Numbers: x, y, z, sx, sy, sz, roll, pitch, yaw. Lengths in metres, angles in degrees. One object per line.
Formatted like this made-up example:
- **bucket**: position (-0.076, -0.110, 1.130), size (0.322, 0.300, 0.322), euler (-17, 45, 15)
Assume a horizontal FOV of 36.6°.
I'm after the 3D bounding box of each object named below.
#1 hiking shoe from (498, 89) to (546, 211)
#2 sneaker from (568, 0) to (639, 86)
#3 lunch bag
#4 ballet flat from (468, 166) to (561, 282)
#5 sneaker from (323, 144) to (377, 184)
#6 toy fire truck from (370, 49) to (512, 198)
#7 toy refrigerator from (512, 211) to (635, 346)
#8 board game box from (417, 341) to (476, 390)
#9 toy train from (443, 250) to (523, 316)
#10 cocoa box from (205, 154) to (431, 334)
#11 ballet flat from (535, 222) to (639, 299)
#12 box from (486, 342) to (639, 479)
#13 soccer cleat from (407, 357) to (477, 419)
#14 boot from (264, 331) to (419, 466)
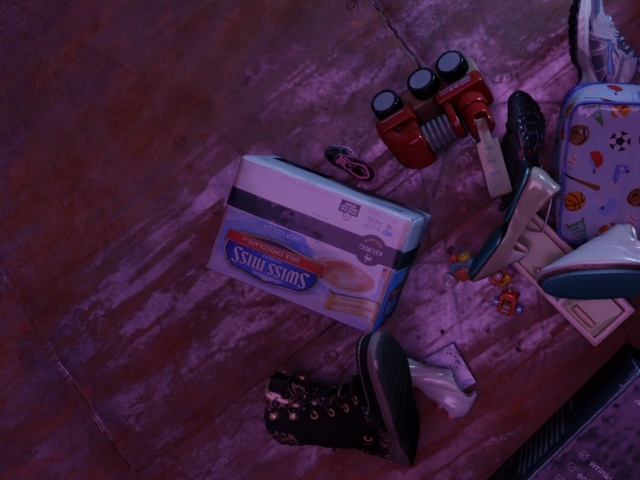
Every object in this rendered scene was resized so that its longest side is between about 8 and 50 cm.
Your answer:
- **hiking shoe**: position (0.359, -0.171, 1.825), size (0.114, 0.086, 0.227), euler (-18, 65, 48)
- **sneaker**: position (0.525, -0.338, 1.779), size (0.122, 0.110, 0.283), euler (-6, 102, 8)
- **lunch bag**: position (0.541, -0.128, 1.733), size (0.243, 0.115, 0.303), euler (1, 118, 4)
- **ballet flat**: position (0.353, -0.014, 1.742), size (0.086, 0.086, 0.248), euler (30, 117, 9)
- **sneaker**: position (0.057, -0.152, 1.914), size (0.119, 0.057, 0.047), euler (30, 102, 11)
- **toy fire truck**: position (0.238, -0.188, 1.793), size (0.217, 0.158, 0.246), euler (-30, 50, 13)
- **toy refrigerator**: position (0.453, 0.063, 1.816), size (0.269, 0.094, 0.102), euler (46, 105, 6)
- **board game box**: position (0.247, 0.261, 1.917), size (0.090, 0.020, 0.090), euler (-31, 86, 13)
- **toy train**: position (0.310, 0.090, 1.853), size (0.166, 0.046, 0.125), euler (22, 131, 15)
- **cocoa box**: position (0.000, 0.000, 1.847), size (0.347, 0.231, 0.228), euler (22, 99, 11)
- **ballet flat**: position (0.578, 0.029, 1.677), size (0.400, 0.139, 0.139), euler (-3, 93, 16)
- **box**: position (0.566, 0.526, 1.720), size (0.480, 0.297, 0.472), euler (44, 103, 7)
- **soccer cleat**: position (0.214, 0.266, 1.884), size (0.196, 0.068, 0.076), euler (38, 97, 2)
- **boot**: position (0.030, 0.298, 1.835), size (0.284, 0.377, 0.138), euler (3, 54, 18)
